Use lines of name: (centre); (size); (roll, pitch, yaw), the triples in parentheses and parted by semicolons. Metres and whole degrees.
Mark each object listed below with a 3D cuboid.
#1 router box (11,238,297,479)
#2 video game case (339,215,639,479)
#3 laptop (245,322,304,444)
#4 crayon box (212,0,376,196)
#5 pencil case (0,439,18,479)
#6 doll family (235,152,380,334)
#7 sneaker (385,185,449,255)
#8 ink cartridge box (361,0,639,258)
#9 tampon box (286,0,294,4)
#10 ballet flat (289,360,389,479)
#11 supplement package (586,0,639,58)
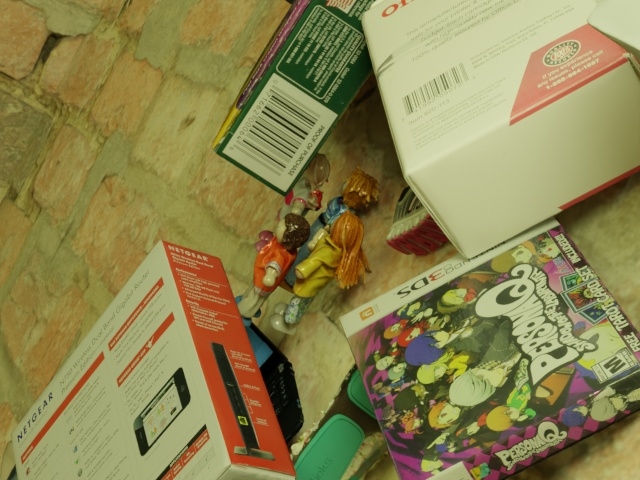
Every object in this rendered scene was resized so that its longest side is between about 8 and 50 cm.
router box: (-0.189, 0.220, 1.287); (0.335, 0.082, 0.301); (-49, 41, 26)
video game case: (0.136, 0.089, 1.001); (0.210, 0.042, 0.232); (-28, 33, 5)
laptop: (-0.150, 0.196, 1.367); (0.234, 0.136, 0.264); (-50, 14, 9)
crayon box: (0.033, -0.265, 1.392); (0.363, 0.106, 0.313); (-54, 8, 22)
pencil case: (-0.390, 0.451, 1.574); (0.410, 0.160, 0.183); (-70, 13, -15)
doll family: (0.000, 0.000, 1.380); (0.163, 0.118, 0.263); (-56, 8, 27)
sneaker: (0.124, -0.044, 1.218); (0.170, 0.063, 0.075); (-31, 46, 54)
ink cartridge box: (0.166, -0.149, 1.117); (0.207, 0.117, 0.283); (-29, 36, 15)
tampon box: (0.013, -0.350, 1.587); (0.120, 0.161, 0.101); (-52, 24, 22)
ballet flat: (0.049, 0.154, 1.159); (0.241, 0.091, 0.077); (-45, 1, 23)
supplement package: (0.322, -0.129, 0.786); (0.149, 0.203, 0.194); (-57, 27, 11)
